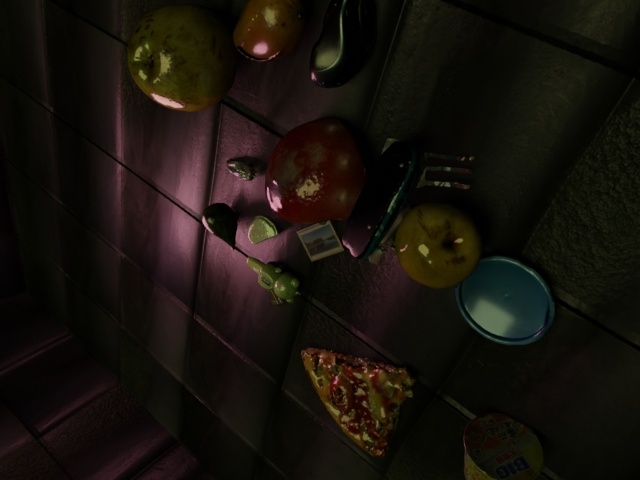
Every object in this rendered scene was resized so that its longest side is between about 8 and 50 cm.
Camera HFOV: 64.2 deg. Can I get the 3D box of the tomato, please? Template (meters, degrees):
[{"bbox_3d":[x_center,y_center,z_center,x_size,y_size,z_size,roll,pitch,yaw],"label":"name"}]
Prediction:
[{"bbox_3d":[-0.049,-0.178,1.366,0.335,0.176,0.289,1,98,50],"label":"tomato"}]

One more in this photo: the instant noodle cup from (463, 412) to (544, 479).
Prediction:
[{"bbox_3d":[0.477,0.588,1.366,0.205,0.205,0.152,23,135,29],"label":"instant noodle cup"}]

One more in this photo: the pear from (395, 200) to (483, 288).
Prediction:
[{"bbox_3d":[0.275,0.010,1.217,0.209,0.209,0.208,19,123,32],"label":"pear"}]

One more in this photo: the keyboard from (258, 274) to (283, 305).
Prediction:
[{"bbox_3d":[-0.174,0.169,1.798,0.049,0.015,0.129,-21,98,39],"label":"keyboard"}]

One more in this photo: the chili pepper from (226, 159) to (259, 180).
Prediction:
[{"bbox_3d":[-0.257,-0.228,1.641,0.153,0.041,0.050,27,85,27],"label":"chili pepper"}]

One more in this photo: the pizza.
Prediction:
[{"bbox_3d":[0.134,0.487,1.631,0.439,0.130,0.406,52,136,6],"label":"pizza"}]

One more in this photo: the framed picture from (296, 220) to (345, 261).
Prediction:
[{"bbox_3d":[0.000,0.000,1.567,0.149,0.011,0.109,-21,98,44],"label":"framed picture"}]

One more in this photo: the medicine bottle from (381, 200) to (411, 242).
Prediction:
[{"bbox_3d":[0.154,-0.056,1.368,0.119,0.069,0.183,47,132,16],"label":"medicine bottle"}]

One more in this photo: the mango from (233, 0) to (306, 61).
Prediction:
[{"bbox_3d":[-0.135,-0.547,1.308,0.236,0.136,0.166,-2,114,46],"label":"mango"}]

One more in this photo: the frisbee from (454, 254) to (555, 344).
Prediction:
[{"bbox_3d":[0.448,0.143,1.246,0.242,0.045,0.242,20,124,32],"label":"frisbee"}]

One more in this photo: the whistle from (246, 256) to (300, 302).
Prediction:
[{"bbox_3d":[-0.156,0.123,1.709,0.228,0.085,0.105,32,129,21],"label":"whistle"}]

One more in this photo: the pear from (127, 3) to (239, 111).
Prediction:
[{"bbox_3d":[-0.389,-0.507,1.434,0.304,0.304,0.303,19,123,32],"label":"pear"}]

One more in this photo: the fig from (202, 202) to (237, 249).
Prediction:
[{"bbox_3d":[-0.327,-0.047,1.755,0.117,0.117,0.177,-12,120,43],"label":"fig"}]

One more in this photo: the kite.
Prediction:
[{"bbox_3d":[0.247,-0.175,1.240,0.245,0.015,0.141,10,95,31],"label":"kite"}]

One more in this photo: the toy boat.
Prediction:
[{"bbox_3d":[0.165,-0.092,1.243,0.298,0.092,0.134,-63,27,18],"label":"toy boat"}]

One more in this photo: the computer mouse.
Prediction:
[{"bbox_3d":[0.059,-0.457,1.190,0.096,0.137,0.233,38,130,23],"label":"computer mouse"}]

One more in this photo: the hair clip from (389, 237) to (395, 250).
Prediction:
[{"bbox_3d":[0.253,0.044,1.356,0.173,0.049,0.049,32,129,25],"label":"hair clip"}]

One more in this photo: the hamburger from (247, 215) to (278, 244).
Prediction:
[{"bbox_3d":[-0.191,-0.041,1.678,0.121,0.054,0.084,-20,95,41],"label":"hamburger"}]
